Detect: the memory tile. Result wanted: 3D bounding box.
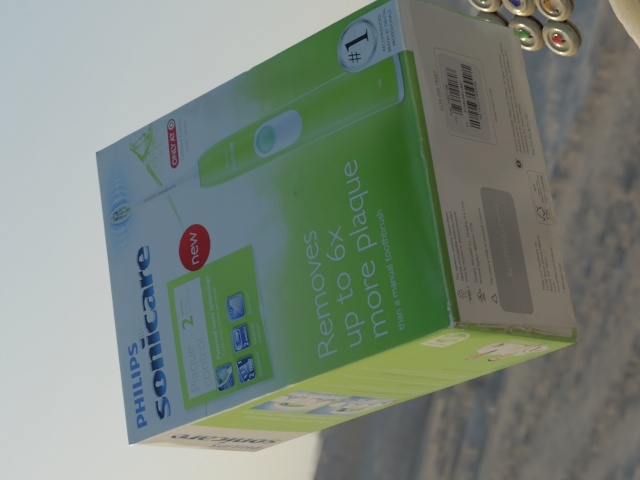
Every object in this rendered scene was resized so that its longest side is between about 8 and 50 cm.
[{"bbox_3d":[0.167,-0.225,1.597,0.012,0.113,0.148,-47,-46,-33],"label":"memory tile"}]

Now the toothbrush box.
[{"bbox_3d":[0.000,0.000,1.155,0.283,0.122,0.206,-23,68,42],"label":"toothbrush box"}]

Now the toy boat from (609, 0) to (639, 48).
[{"bbox_3d":[0.324,-0.187,1.148,0.267,0.318,0.148,-60,-3,-9],"label":"toy boat"}]
